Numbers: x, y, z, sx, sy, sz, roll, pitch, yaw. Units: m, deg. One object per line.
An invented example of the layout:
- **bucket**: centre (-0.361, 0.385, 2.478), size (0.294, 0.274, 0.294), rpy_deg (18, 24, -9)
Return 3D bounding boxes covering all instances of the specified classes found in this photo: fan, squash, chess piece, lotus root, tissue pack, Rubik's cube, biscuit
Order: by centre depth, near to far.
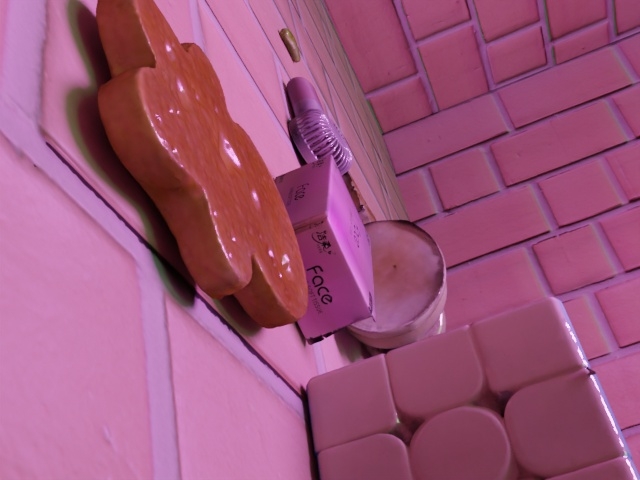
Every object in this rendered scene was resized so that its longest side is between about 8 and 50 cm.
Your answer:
- **biscuit**: centre (-0.098, -0.054, 0.725), size (0.355, 0.052, 0.275), rpy_deg (56, 17, -55)
- **Rubik's cube**: centre (0.178, 0.287, 0.830), size (0.291, 0.291, 0.290), rpy_deg (-102, 167, -47)
- **tissue pack**: centre (0.000, 0.000, 1.016), size (0.246, 0.092, 0.148), rpy_deg (-85, 151, -66)
- **chess piece**: centre (0.126, 0.122, 1.270), size (0.330, 0.182, 0.182), rpy_deg (64, 10, -58)
- **fan**: centre (-0.014, -0.207, 1.437), size (0.130, 0.074, 0.244), rpy_deg (43, 21, -44)
- **lotus root**: centre (0.056, -0.049, 1.480), size (0.144, 0.070, 0.143), rpy_deg (55, 11, -41)
- **squash**: centre (-0.063, -0.419, 1.715), size (0.089, 0.027, 0.027), rpy_deg (60, 13, -49)
